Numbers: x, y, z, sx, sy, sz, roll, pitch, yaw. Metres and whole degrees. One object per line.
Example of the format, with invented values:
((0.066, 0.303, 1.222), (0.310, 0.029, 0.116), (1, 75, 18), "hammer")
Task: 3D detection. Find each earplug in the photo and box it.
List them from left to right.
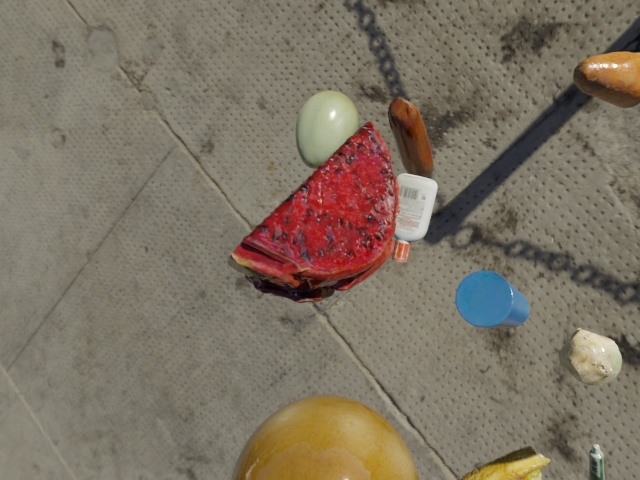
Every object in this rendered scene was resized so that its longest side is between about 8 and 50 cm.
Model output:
((0.453, 0.163, 1.203), (0.133, 0.273, 0.132), (-11, 71, 34), "earplug")

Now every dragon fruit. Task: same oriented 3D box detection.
((0.000, 0.000, 0.672), (0.152, 0.317, 0.205), (44, 141, -5), "dragon fruit")

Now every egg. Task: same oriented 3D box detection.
((0.003, 0.390, 0.716), (0.283, 0.282, 0.351), (31, 140, 17), "egg")
((0.018, -0.389, 1.693), (0.219, 0.218, 0.295), (13, 76, 22), "egg")

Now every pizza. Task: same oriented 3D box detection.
((0.450, 0.587, 1.107), (0.288, 0.075, 0.280), (33, 114, -30), "pizza")

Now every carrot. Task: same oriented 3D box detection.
((0.819, -0.471, 1.361), (0.225, 0.159, 0.159), (3, 102, -14), "carrot")

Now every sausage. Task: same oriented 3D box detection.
((0.240, -0.257, 1.248), (0.083, 0.300, 0.089), (-33, 56, 5), "sausage")

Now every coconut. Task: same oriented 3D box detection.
((0.923, 0.403, 1.622), (0.195, 0.194, 0.194), (4, 100, 23), "coconut")

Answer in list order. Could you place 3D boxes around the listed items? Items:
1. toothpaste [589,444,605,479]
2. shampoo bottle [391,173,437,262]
((0.712, 0.601, 1.223), (0.049, 0.032, 0.204), (30, 141, 59), "toothpaste")
((0.222, -0.053, 1.201), (0.108, 0.051, 0.220), (16, 107, 21), "shampoo bottle")
